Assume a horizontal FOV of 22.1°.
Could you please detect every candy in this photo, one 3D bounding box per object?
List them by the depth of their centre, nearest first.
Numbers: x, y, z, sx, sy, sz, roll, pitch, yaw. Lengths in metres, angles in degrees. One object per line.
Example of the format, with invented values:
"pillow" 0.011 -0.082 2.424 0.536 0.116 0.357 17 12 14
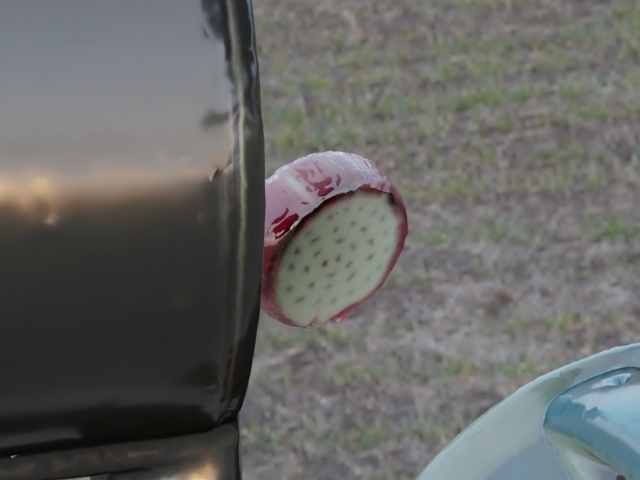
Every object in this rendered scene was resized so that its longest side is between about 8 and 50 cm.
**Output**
"candy" 0.000 0.000 0.897 0.103 0.103 0.043 -24 44 -23

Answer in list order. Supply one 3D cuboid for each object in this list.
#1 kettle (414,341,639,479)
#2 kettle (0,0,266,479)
"kettle" 0.185 0.216 0.697 0.247 0.319 0.342 -22 40 -7
"kettle" -0.174 0.006 0.451 0.308 0.203 0.262 -2 66 -11
